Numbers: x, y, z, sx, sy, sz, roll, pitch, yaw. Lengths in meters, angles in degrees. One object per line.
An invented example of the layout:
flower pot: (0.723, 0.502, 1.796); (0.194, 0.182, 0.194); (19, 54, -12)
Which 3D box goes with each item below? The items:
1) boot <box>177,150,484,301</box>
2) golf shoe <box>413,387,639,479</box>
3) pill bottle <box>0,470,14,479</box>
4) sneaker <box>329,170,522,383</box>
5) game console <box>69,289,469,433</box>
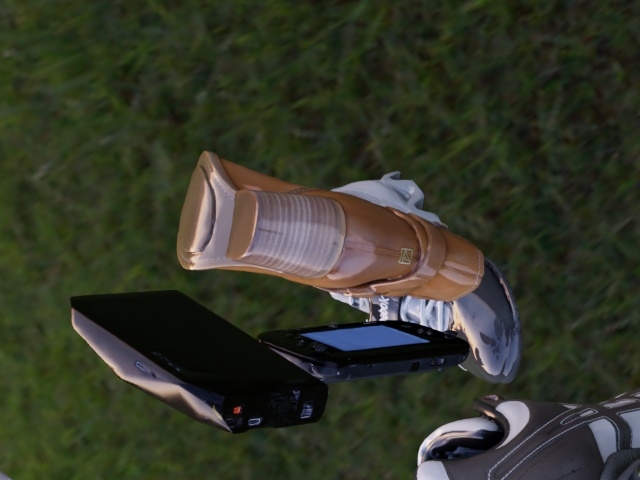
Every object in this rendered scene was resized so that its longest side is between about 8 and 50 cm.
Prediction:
boot: (0.000, 0.000, 1.164); (0.197, 0.152, 0.073); (-151, 74, -67)
golf shoe: (0.085, 0.077, 0.652); (0.094, 0.198, 0.077); (22, 99, 13)
pill bottle: (-0.311, 0.359, 2.112); (0.221, 0.121, 0.121); (38, 131, -2)
sneaker: (0.079, 0.047, 1.897); (0.330, 0.146, 0.122); (46, 137, 50)
game console: (-0.029, 0.093, 1.658); (0.213, 0.361, 0.044); (29, 112, 42)
